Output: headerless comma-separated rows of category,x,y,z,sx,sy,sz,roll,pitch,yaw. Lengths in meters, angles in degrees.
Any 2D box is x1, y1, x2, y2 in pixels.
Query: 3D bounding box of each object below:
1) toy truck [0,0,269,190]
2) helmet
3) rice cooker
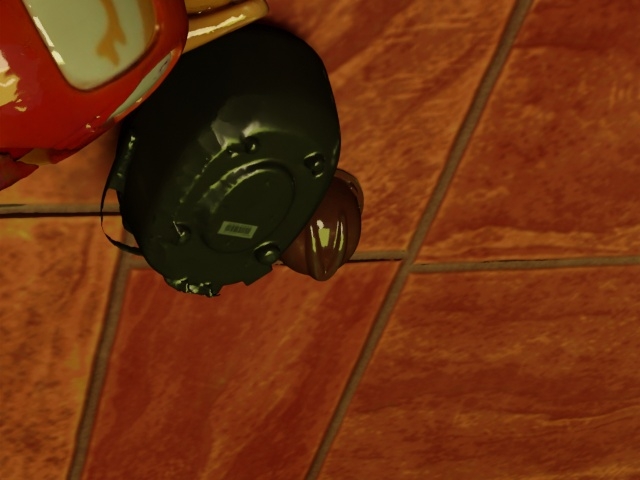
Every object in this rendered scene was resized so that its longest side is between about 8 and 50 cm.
toy truck,-0.131,-0.152,0.719,0.239,0.265,0.189,-24,104,6
helmet,0.000,0.000,1.092,0.089,0.057,0.111,-12,140,-14
rice cooker,-0.068,-0.053,0.951,0.142,0.118,0.203,9,129,-32
